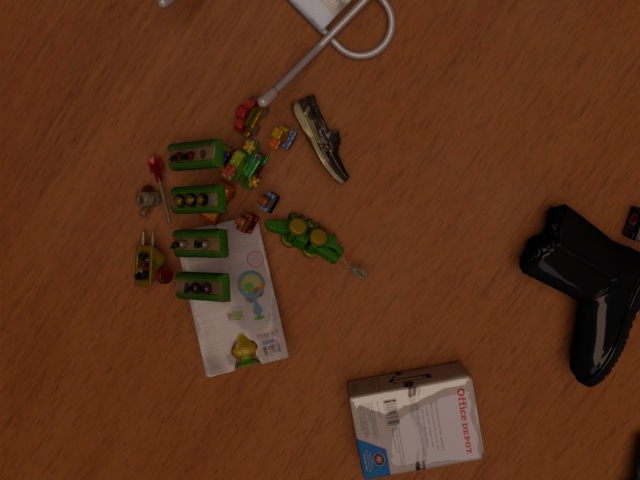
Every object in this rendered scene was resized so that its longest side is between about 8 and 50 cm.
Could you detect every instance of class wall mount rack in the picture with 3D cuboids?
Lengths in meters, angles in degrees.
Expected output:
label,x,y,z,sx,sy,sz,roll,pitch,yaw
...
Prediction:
label,x,y,z,sx,sy,sz,roll,pitch,yaw
wall mount rack,-0.055,-0.383,1.227,0.350,0.130,0.304,44,96,-6

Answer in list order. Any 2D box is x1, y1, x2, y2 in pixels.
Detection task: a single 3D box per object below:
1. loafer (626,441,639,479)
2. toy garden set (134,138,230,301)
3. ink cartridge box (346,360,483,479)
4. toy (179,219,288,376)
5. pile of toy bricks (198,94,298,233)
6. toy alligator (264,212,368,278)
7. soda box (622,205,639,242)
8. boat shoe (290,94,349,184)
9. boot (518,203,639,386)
label,x,y,z,sx,sy,sz,roll,pitch,yaw
loafer,0.557,0.440,1.406,0.078,0.076,0.223,20,108,32
toy garden set,-0.231,-0.028,1.270,0.203,0.049,0.245,0,95,41
ink cartridge box,0.156,0.299,1.363,0.203,0.086,0.148,-10,100,0
toy,-0.146,0.091,1.332,0.136,0.056,0.238,-12,82,-12
pile of toy bricks,-0.120,-0.112,1.267,0.118,0.105,0.212,30,97,16
toy alligator,0.000,0.000,1.332,0.189,0.056,0.051,27,57,-5
soda box,0.588,-0.007,1.332,0.168,0.060,0.053,16,100,-4
boat shoe,0.008,-0.161,1.301,0.049,0.056,0.152,-31,98,9
boot,0.408,0.087,1.326,0.207,0.094,0.247,26,91,-8
